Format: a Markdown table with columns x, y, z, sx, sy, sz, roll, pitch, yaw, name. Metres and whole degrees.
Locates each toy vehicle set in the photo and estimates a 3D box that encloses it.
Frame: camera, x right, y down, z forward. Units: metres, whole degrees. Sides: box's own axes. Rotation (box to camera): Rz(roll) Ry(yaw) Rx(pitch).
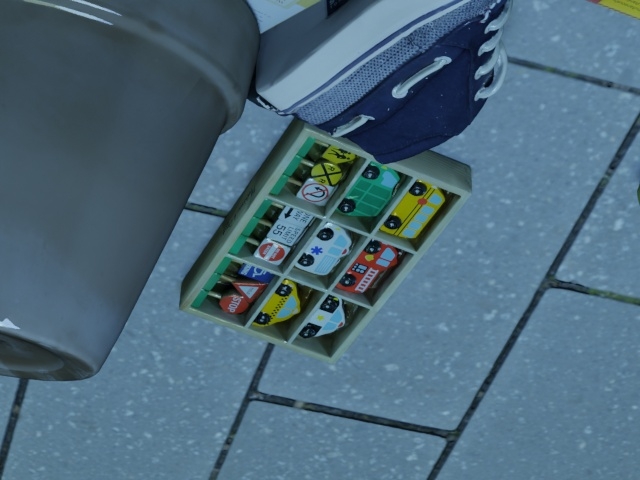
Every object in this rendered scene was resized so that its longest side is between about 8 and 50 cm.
| x | y | z | sx | sy | sz | roll | pitch | yaw | name |
| --- | --- | --- | --- | --- | --- | --- | --- | --- | --- |
| 0.000 | 0.000 | 1.647 | 0.166 | 0.035 | 0.267 | 20 | 134 | -18 | toy vehicle set |

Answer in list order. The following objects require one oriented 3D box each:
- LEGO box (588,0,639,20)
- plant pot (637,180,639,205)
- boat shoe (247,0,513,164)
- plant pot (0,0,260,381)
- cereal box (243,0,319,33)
| x | y | z | sx | sy | sz | roll | pitch | yaw | name |
| --- | --- | --- | --- | --- | --- | --- | --- | --- | --- |
| 0.416 | -0.260 | 1.112 | 0.500 | 0.193 | 0.372 | 14 | 146 | -29 | LEGO box |
| 0.319 | -0.045 | 1.567 | 0.083 | 0.083 | 0.079 | 32 | 141 | -28 | plant pot |
| 0.105 | -0.181 | 1.405 | 0.158 | 0.127 | 0.340 | 28 | 139 | -34 | boat shoe |
| -0.227 | -0.054 | 1.340 | 0.323 | 0.280 | 0.323 | 10 | 165 | 3 | plant pot |
| -0.108 | -0.209 | 1.349 | 0.173 | 0.047 | 0.240 | 26 | 160 | -24 | cereal box |
